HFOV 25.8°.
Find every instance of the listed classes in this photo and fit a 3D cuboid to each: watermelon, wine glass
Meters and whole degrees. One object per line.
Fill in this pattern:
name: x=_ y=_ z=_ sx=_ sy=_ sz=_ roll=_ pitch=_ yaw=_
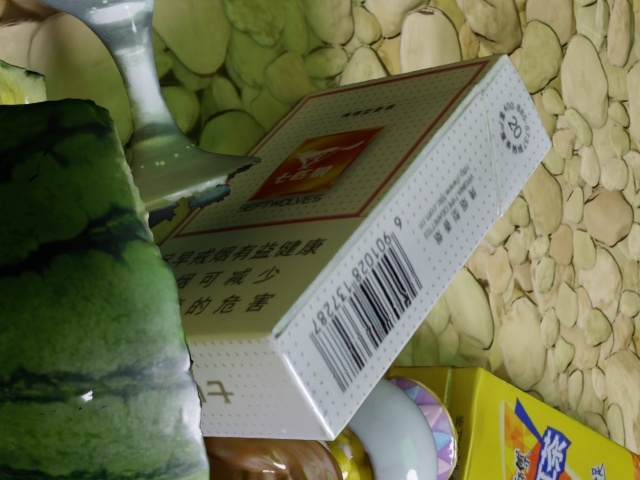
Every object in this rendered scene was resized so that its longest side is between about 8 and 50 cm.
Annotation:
watermelon: x=-0.188 y=0.049 z=0.778 sx=0.189 sy=0.331 sz=0.330 roll=-11 pitch=95 yaw=-14
wine glass: x=-0.144 y=-0.168 z=0.931 sx=0.143 sy=0.143 sz=0.321 roll=-27 pitch=104 yaw=-45

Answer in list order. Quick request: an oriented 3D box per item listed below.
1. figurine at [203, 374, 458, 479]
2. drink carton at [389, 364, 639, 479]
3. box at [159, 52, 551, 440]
figurine: x=-0.011 y=0.181 z=1.028 sx=0.263 sy=0.142 sz=0.189 roll=-16 pitch=74 yaw=-50
drink carton: x=0.195 y=0.239 z=1.266 sx=0.351 sy=0.111 sz=0.154 roll=30 pitch=65 yaw=-41
box: x=0.000 y=0.000 z=1.012 sx=0.330 sy=0.210 sz=0.095 roll=-51 pitch=121 yaw=-37
